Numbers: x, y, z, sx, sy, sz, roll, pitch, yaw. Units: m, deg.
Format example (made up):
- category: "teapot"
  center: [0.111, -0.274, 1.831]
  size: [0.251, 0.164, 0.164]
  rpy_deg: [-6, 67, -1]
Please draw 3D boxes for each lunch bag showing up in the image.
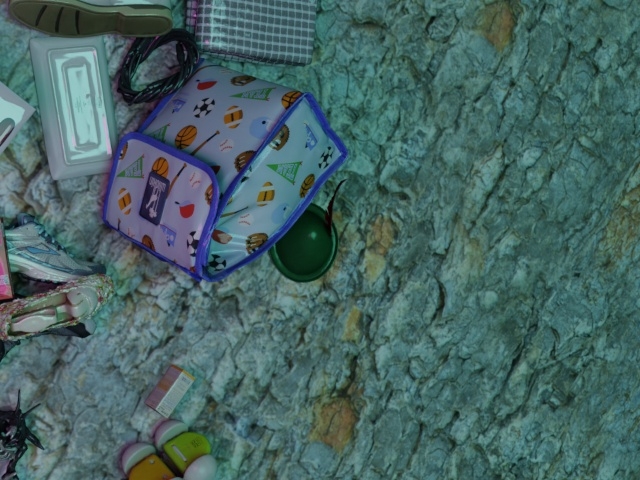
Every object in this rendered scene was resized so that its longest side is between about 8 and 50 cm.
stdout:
- category: "lunch bag"
  center: [-0.203, -0.127, 1.871]
  size: [0.385, 0.328, 0.239]
  rpy_deg: [-53, 138, -13]

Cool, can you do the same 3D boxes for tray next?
- category: "tray"
  center: [-0.463, -0.258, 1.900]
  size: [0.145, 0.030, 0.270]
  rpy_deg: [-12, 100, -30]

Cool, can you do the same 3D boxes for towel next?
- category: "towel"
  center: [-0.129, -0.482, 2.024]
  size: [0.284, 0.121, 0.234]
  rpy_deg: [1, 94, -30]

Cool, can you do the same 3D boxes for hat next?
- category: "hat"
  center: [0.000, 0.000, 2.101]
  size: [0.173, 0.184, 0.208]
  rpy_deg: [-41, 112, -21]

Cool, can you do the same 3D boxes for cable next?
- category: "cable"
  center: [-0.316, -0.331, 1.919]
  size: [0.184, 0.151, 0.047]
  rpy_deg: [-65, 159, -20]

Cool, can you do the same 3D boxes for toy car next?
- category: "toy car"
  center: [-0.299, 0.468, 2.004]
  size: [0.182, 0.159, 0.136]
  rpy_deg: [-34, 144, -24]

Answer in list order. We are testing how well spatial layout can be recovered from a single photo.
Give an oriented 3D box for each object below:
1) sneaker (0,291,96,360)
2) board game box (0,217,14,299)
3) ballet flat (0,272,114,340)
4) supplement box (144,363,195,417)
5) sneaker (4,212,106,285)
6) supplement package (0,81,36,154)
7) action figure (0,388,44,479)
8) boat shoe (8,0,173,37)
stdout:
- category: "sneaker"
  center: [-0.559, 0.174, 1.832]
  size: [0.269, 0.101, 0.153]
  rpy_deg: [19, 76, -24]
- category: "board game box"
  center: [-0.690, 0.049, 1.732]
  size: [0.281, 0.027, 0.145]
  rpy_deg: [-8, 93, -8]
- category: "ballet flat"
  center: [-0.472, 0.128, 1.778]
  size: [0.241, 0.077, 0.091]
  rpy_deg: [-22, 113, -27]
- category: "supplement box"
  center: [-0.307, 0.307, 2.019]
  size: [0.036, 0.062, 0.098]
  rpy_deg: [43, 74, -27]
- category: "sneaker"
  center: [-0.527, 0.015, 1.841]
  size: [0.283, 0.110, 0.122]
  rpy_deg: [14, 84, -31]
- category: "supplement package"
  center: [-0.654, -0.247, 1.688]
  size: [0.262, 0.204, 0.145]
  rpy_deg: [40, 74, -26]
- category: "action figure"
  center: [-0.609, 0.407, 1.808]
  size: [0.164, 0.141, 0.275]
  rpy_deg: [41, 77, -25]
- category: "boat shoe"
  center: [-0.432, -0.451, 1.867]
  size: [0.302, 0.113, 0.103]
  rpy_deg: [1, 68, -25]
